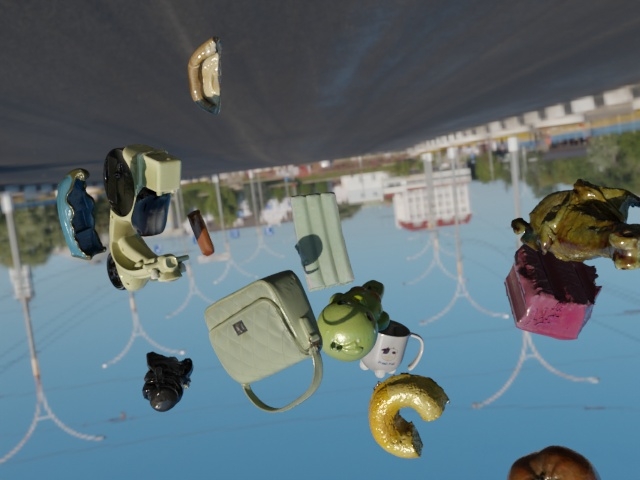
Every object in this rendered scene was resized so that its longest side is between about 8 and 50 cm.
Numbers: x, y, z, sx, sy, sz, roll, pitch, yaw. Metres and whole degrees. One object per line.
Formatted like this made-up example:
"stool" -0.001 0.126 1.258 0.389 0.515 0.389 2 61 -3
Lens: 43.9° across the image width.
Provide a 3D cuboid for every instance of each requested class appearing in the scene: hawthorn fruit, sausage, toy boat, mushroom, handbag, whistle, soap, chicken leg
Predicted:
"hawthorn fruit" 0.507 0.532 1.698 0.199 0.199 0.251 -5 167 24
"sausage" -0.320 -0.019 2.133 0.039 0.131 0.041 -19 -160 -3
"toy boat" -0.481 -0.054 1.613 0.077 0.185 0.075 -6 -167 23
"mushroom" -0.303 -0.438 2.095 0.094 0.209 0.072 -2 -148 -4
"handbag" -0.089 0.181 1.335 0.079 0.219 0.256 -18 171 -40
"whistle" 0.081 0.148 1.699 0.141 0.141 0.294 -4 -147 30
"soap" 0.571 0.111 1.970 0.220 0.127 0.325 15 -149 -4
"chicken leg" 0.542 -0.025 1.520 0.211 0.140 0.361 -36 -162 -12

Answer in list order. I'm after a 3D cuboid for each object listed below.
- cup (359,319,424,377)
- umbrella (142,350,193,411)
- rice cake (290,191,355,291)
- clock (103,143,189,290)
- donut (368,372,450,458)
"cup" 0.197 0.315 2.323 0.174 0.142 0.134 -1 -161 -36
"umbrella" -0.347 0.317 1.805 0.113 0.106 0.358 3 179 -9
"rice cake" 0.000 0.000 1.922 0.127 0.237 0.043 -10 176 -8
"clock" -0.422 -0.036 1.877 0.120 0.378 0.276 -16 -153 -41
"donut" 0.160 0.344 1.554 0.146 0.181 0.078 25 -151 2
